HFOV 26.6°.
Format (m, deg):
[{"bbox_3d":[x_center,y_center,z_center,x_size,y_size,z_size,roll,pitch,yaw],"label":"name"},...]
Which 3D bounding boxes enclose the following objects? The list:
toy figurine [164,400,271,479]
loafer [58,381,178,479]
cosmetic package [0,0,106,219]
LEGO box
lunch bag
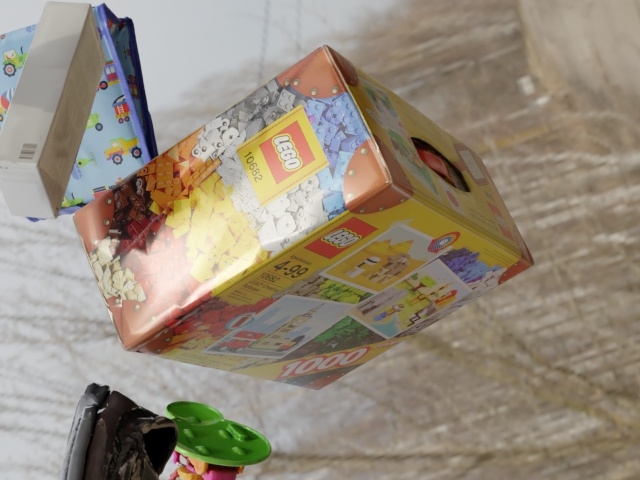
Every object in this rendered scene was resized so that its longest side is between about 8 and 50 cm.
[{"bbox_3d":[-0.145,0.293,1.587,0.173,0.130,0.159,34,115,57],"label":"toy figurine"},{"bbox_3d":[-0.158,0.185,1.076,0.302,0.095,0.109,-119,42,-78],"label":"loafer"},{"bbox_3d":[-0.303,-0.149,1.520,0.099,0.060,0.239,81,-165,-53],"label":"cosmetic package"},{"bbox_3d":[0.000,0.000,1.698,0.500,0.372,0.193,22,-141,-61],"label":"LEGO box"},{"bbox_3d":[-0.366,-0.172,2.007,0.138,0.221,0.293,7,-111,-78],"label":"lunch bag"}]
